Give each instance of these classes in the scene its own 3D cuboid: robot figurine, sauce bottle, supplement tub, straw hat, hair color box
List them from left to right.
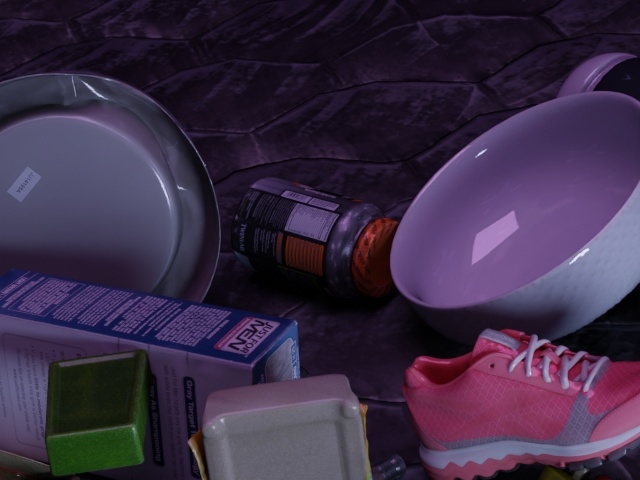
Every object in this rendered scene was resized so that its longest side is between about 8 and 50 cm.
[{"bbox_3d":[-0.322,0.246,1.890,0.144,0.144,0.061,11,78,27],"label":"straw hat"},{"bbox_3d":[-0.193,0.149,1.914,0.347,0.174,0.105,10,28,25],"label":"hair color box"},{"bbox_3d":[0.000,0.000,2.177,0.190,0.117,0.117,17,39,32],"label":"supplement tub"},{"bbox_3d":[0.027,0.248,1.842,0.128,0.042,0.042,-25,36,-29],"label":"sauce bottle"},{"bbox_3d":[0.405,-0.121,2.247,0.173,0.209,0.278,-47,45,-16],"label":"robot figurine"}]

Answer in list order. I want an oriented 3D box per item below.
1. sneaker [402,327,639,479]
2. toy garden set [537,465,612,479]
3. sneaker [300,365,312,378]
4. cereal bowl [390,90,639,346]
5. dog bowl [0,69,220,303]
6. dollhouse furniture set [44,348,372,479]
[{"bbox_3d":[0.205,0.144,1.785,0.314,0.136,0.116,-17,15,35],"label":"sneaker"},{"bbox_3d":[0.224,0.296,1.721,0.244,0.049,0.204,-26,38,-27],"label":"toy garden set"},{"bbox_3d":[-0.140,0.136,1.995,0.271,0.108,0.100,7,32,19],"label":"sneaker"},{"bbox_3d":[0.252,-0.003,2.054,0.339,0.141,0.339,-30,29,18],"label":"cereal bowl"},{"bbox_3d":[-0.281,-0.032,2.091,0.349,0.348,0.102,-5,19,3],"label":"dog bowl"},{"bbox_3d":[-0.099,0.215,1.783,0.301,0.197,0.151,-8,23,0],"label":"dollhouse furniture set"}]
